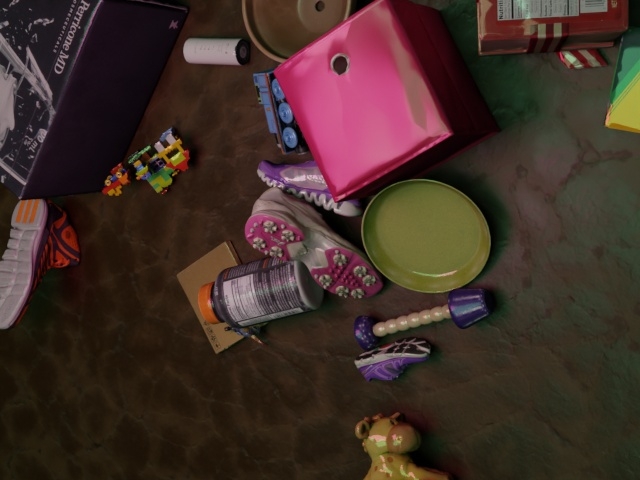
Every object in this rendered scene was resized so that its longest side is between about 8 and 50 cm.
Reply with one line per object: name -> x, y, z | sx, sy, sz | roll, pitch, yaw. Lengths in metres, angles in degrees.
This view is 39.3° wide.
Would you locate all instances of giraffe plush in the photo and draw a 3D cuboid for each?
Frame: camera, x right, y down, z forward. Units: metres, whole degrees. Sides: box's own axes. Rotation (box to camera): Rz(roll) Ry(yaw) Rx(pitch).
giraffe plush -> 0.145, 0.418, 1.723 | 0.210, 0.181, 0.171 | -7, 82, 13

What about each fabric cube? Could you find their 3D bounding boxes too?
fabric cube -> 0.119, -0.243, 1.583 | 0.254, 0.259, 0.258 | -28, 83, 28

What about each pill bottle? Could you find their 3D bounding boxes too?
pill bottle -> -0.127, 0.105, 1.829 | 0.245, 0.130, 0.131 | -15, 90, 23

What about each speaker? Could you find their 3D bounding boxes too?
speaker -> -0.218, -0.394, 1.867 | 0.136, 0.055, 0.055 | 7, 101, 28

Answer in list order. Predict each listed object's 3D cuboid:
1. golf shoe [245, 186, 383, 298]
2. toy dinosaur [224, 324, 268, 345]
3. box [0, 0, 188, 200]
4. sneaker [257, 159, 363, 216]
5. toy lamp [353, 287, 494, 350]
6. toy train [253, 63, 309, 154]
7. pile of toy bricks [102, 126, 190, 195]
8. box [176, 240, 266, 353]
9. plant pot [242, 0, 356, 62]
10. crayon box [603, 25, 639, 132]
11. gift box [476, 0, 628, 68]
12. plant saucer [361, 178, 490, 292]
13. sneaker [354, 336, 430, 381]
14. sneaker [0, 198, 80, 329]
golf shoe -> 0.000, 0.000, 1.733 | 0.306, 0.140, 0.115 | 32, 128, -22
toy dinosaur -> -0.167, 0.198, 1.910 | 0.082, 0.047, 0.090 | -19, 99, 48
box -> -0.622, -0.419, 1.959 | 0.471, 0.297, 0.480 | 36, 113, 18
sneaker -> -0.012, -0.127, 1.776 | 0.236, 0.095, 0.105 | 20, 100, 20
toy lamp -> 0.197, 0.147, 1.702 | 0.274, 0.080, 0.080 | -17, 89, 33
toy train -> -0.067, -0.260, 1.779 | 0.105, 0.080, 0.184 | 11, 119, 52
pile of toy bricks -> -0.367, -0.151, 1.973 | 0.212, 0.118, 0.105 | -33, 109, 13
box -> -0.213, 0.125, 1.959 | 0.164, 0.021, 0.201 | -33, 81, 29
plant pot -> -0.025, -0.456, 1.719 | 0.237, 0.109, 0.238 | 5, 100, 28
crayon box -> 0.607, -0.236, 1.411 | 0.278, 0.081, 0.166 | 15, 104, 27
gift box -> 0.377, -0.409, 1.424 | 0.276, 0.258, 0.255 | 3, 97, 9
plant saucer -> 0.196, -0.013, 1.659 | 0.240, 0.037, 0.241 | 9, 123, 15
sneaker -> 0.149, 0.238, 1.759 | 0.169, 0.068, 0.071 | -19, 103, 38
sneaker -> -0.652, 0.067, 2.091 | 0.124, 0.180, 0.321 | 9, 75, 27
